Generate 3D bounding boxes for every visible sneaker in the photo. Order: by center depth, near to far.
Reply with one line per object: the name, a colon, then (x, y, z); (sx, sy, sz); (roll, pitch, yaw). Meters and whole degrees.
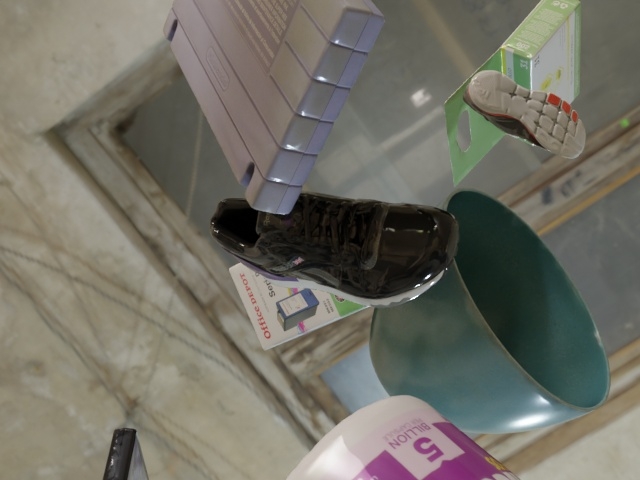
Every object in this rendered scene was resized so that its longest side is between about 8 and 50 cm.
sneaker: (0.000, 0.000, 0.960); (0.124, 0.283, 0.107); (29, -113, -43)
sneaker: (0.236, -0.146, 1.102); (0.158, 0.061, 0.065); (31, 170, -9)

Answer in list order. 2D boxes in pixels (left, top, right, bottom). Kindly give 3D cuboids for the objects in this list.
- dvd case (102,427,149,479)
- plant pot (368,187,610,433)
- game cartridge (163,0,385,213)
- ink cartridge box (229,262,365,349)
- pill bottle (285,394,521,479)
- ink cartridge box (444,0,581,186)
dvd case: (-0.158, 0.302, 0.781); (0.180, 0.022, 0.253); (-89, -2, -47)
plant pot: (0.173, 0.111, 1.119); (0.290, 0.195, 0.290); (34, -145, -28)
game cartridge: (-0.061, -0.223, 0.970); (0.068, 0.230, 0.355); (11, -146, -34)
ink cartridge box: (-0.024, 0.070, 1.560); (0.093, 0.212, 0.154); (-16, -98, -60)
pill bottle: (0.113, 0.245, 0.573); (0.301, 0.169, 0.169); (38, 180, 31)
ink cartridge box: (0.260, -0.190, 1.251); (0.056, 0.235, 0.171); (29, 155, 30)
